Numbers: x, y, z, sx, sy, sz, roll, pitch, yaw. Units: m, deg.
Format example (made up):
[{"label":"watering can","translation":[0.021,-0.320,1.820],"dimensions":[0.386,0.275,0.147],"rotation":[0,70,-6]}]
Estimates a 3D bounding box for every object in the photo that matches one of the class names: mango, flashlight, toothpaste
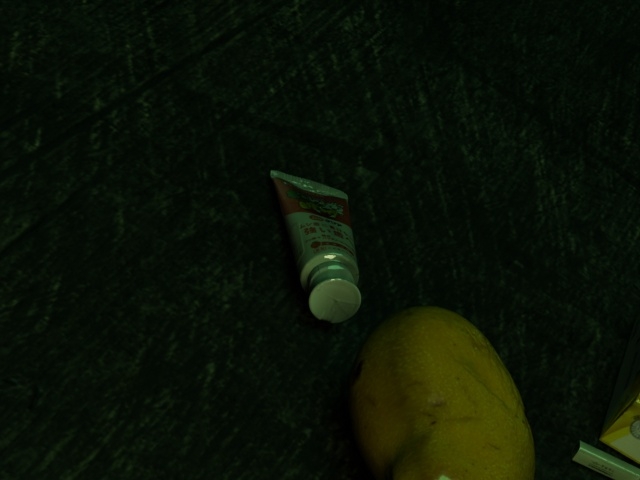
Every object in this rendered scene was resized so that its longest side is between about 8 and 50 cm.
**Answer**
[{"label":"mango","translation":[0.106,0.174,1.757],"dimensions":[0.177,0.120,0.295],"rotation":[28,33,-18]},{"label":"flashlight","translation":[0.287,0.222,1.924],"dimensions":[0.083,0.018,0.018],"rotation":[25,31,-8]},{"label":"toothpaste","translation":[0.000,0.000,1.983],"dimensions":[0.089,0.057,0.234],"rotation":[17,26,-17]}]

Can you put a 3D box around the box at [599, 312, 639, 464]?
[{"label":"box","translation":[0.403,0.150,2.045],"dimensions":[0.168,0.097,0.265],"rotation":[30,31,0]}]
